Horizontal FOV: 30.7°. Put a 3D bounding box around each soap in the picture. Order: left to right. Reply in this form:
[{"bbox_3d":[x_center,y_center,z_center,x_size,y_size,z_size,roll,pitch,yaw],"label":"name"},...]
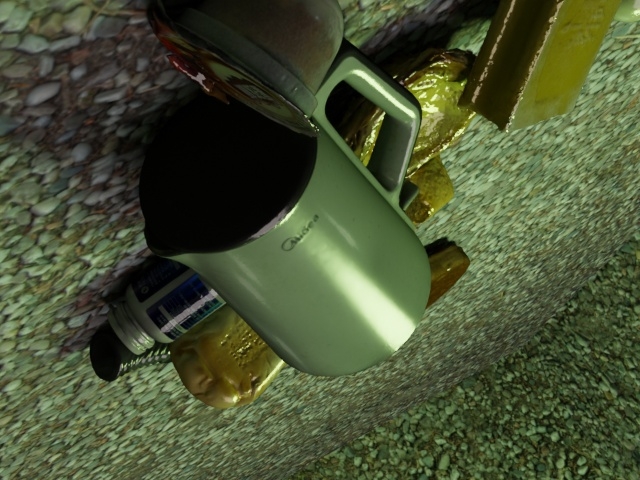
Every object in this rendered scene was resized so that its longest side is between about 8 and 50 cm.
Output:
[{"bbox_3d":[0.320,-0.305,1.566,0.199,0.091,0.314,-18,138,-44],"label":"soap"}]

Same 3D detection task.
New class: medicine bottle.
[{"bbox_3d":[-0.211,0.079,1.697,0.191,0.107,0.107,-36,162,3],"label":"medicine bottle"}]

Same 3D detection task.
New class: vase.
[{"bbox_3d":[-0.250,0.163,1.865,0.237,0.115,0.115,-9,149,-46],"label":"vase"}]

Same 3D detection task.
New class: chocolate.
[{"bbox_3d":[-0.059,-0.215,1.182,0.147,0.221,0.221,-63,162,-5],"label":"chocolate"}]

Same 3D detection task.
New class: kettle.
[{"bbox_3d":[-0.003,-0.049,1.449,0.361,0.250,0.376,-47,145,-3],"label":"kettle"}]

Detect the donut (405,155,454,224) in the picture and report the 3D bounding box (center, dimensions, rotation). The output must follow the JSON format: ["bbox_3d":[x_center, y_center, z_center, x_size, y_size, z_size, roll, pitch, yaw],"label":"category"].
[{"bbox_3d":[0.140,-0.073,1.904,0.152,0.101,0.259,-37,178,-31],"label":"donut"}]

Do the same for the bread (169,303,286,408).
[{"bbox_3d":[-0.110,0.129,1.842,0.311,0.172,0.121,-44,-166,-29],"label":"bread"}]

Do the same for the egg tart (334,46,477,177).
[{"bbox_3d":[0.116,-0.183,1.651,0.279,0.095,0.279,-29,156,-15],"label":"egg tart"}]

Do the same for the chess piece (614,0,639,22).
[{"bbox_3d":[0.475,-0.407,1.662,0.144,0.144,0.251,-26,166,-26],"label":"chess piece"}]

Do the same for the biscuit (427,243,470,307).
[{"bbox_3d":[0.172,0.137,2.569,0.381,0.074,0.359,-27,162,-27],"label":"biscuit"}]
